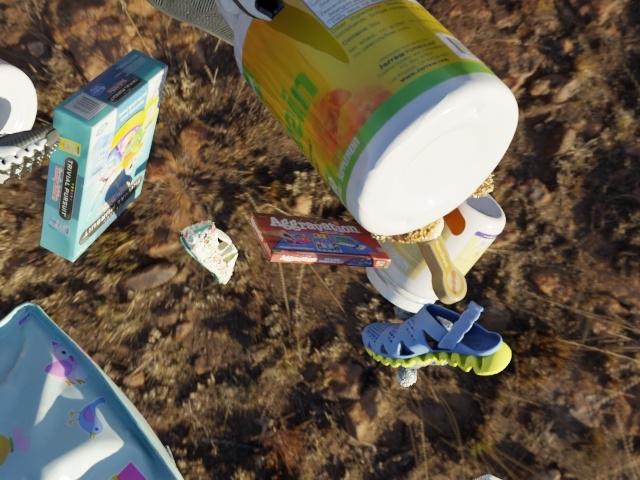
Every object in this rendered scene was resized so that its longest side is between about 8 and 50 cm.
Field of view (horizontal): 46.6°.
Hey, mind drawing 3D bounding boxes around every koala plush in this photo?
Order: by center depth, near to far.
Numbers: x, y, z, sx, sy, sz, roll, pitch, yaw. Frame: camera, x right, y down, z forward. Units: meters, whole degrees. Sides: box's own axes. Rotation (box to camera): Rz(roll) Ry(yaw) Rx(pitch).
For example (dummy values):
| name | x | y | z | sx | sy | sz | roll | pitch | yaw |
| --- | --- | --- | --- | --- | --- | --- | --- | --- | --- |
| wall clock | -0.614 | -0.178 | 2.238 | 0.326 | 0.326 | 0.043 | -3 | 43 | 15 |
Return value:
| name | x | y | z | sx | sy | sz | roll | pitch | yaw |
| --- | --- | --- | --- | --- | --- | --- | --- | --- | --- |
| koala plush | 0.264 | 0.289 | 2.054 | 0.204 | 0.221 | 0.196 | 12 | 102 | 23 |

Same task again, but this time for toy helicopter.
| name | x | y | z | sx | sy | sz | roll | pitch | yaw |
| --- | --- | --- | --- | --- | --- | --- | --- | --- | --- |
| toy helicopter | 0.242 | -0.030 | 1.666 | 0.235 | 0.140 | 0.354 | -18 | 84 | -43 |

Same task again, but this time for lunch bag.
| name | x | y | z | sx | sy | sz | roll | pitch | yaw |
| --- | --- | --- | --- | --- | --- | --- | --- | --- | --- |
| lunch bag | -0.188 | 0.215 | 0.592 | 0.262 | 0.223 | 0.160 | 42 | 61 | 10 |

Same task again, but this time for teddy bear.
| name | x | y | z | sx | sy | sz | roll | pitch | yaw |
| --- | --- | --- | --- | --- | --- | --- | --- | --- | --- |
| teddy bear | 0.216 | -0.104 | 1.452 | 0.245 | 0.338 | 0.113 | -13 | 123 | 15 |

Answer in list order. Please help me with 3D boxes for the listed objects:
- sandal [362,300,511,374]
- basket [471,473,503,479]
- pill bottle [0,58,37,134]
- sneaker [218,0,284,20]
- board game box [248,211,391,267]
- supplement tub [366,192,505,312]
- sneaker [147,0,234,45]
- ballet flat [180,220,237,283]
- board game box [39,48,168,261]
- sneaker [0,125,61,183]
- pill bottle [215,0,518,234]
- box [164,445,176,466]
| name | x | y | z | sx | sy | sz | roll | pitch | yaw |
| --- | --- | --- | --- | --- | --- | --- | --- | --- | --- |
| sandal | 0.231 | 0.187 | 1.542 | 0.318 | 0.126 | 0.138 | -3 | 115 | 29 |
| basket | 0.271 | 0.436 | 1.099 | 0.167 | 0.103 | 0.113 | 29 | 131 | -21 |
| pill bottle | -0.549 | -0.227 | 1.062 | 0.264 | 0.146 | 0.146 | 28 | 88 | 19 |
| sneaker | -0.049 | -0.185 | 0.471 | 0.044 | 0.109 | 0.040 | 29 | 71 | 25 |
| board game box | 0.000 | 0.000 | 1.576 | 0.282 | 0.145 | 0.027 | 4 | 122 | -30 |
| supplement tub | 0.292 | 0.002 | 1.932 | 0.241 | 0.241 | 0.331 | 30 | 117 | -11 |
| sneaker | -0.189 | -0.448 | 1.247 | 0.296 | 0.178 | 0.124 | 27 | 128 | -26 |
| ballet flat | -0.207 | 0.026 | 1.482 | 0.077 | 0.241 | 0.091 | -33 | 72 | -4 |
| board game box | -0.410 | -0.158 | 1.406 | 0.079 | 0.253 | 0.336 | 27 | 132 | 3 |
| sneaker | -0.454 | -0.112 | 0.955 | 0.234 | 0.078 | 0.106 | -34 | 96 | -28 |
| pill bottle | 0.019 | -0.133 | 0.562 | 0.136 | 0.136 | 0.245 | -33 | 61 | -7 |
| box | -0.405 | 0.571 | 1.590 | 0.231 | 0.056 | 0.183 | -19 | 57 | -12 |
